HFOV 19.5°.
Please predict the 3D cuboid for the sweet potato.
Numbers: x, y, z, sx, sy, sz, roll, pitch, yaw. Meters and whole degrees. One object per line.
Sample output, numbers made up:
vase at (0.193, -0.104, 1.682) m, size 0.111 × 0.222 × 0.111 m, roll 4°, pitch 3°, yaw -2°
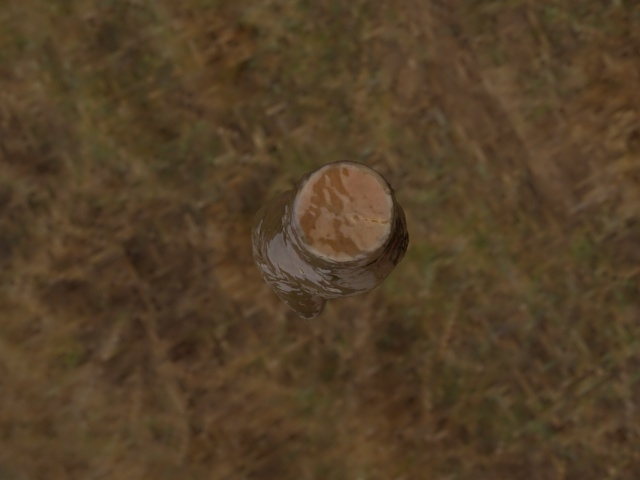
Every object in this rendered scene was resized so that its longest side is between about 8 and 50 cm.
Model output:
sweet potato at (0.000, 0.000, 0.961) m, size 0.067 × 0.059 × 0.281 m, roll 36°, pitch 173°, yaw -4°
